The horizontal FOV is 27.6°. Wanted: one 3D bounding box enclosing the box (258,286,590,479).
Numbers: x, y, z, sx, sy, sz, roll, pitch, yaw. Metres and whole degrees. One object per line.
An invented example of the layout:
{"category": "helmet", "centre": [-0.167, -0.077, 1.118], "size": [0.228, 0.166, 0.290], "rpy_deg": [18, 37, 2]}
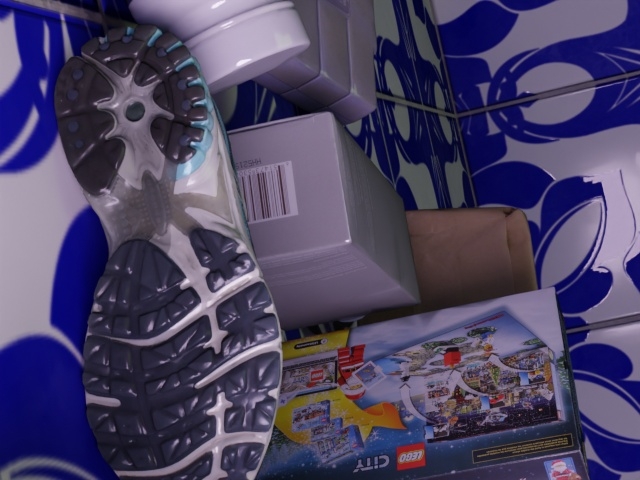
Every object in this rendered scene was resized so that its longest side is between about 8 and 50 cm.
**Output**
{"category": "box", "centre": [0.071, 0.126, 0.960], "size": [0.159, 0.233, 0.044], "rpy_deg": [-88, 161, -47]}

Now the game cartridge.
{"category": "game cartridge", "centre": [-0.047, -0.284, 1.038], "size": [0.230, 0.068, 0.355], "rpy_deg": [29, 50, -48]}

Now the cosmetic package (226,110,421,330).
{"category": "cosmetic package", "centre": [-0.012, -0.005, 0.976], "size": [0.238, 0.127, 0.107], "rpy_deg": [39, 41, -73]}

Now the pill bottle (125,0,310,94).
{"category": "pill bottle", "centre": [-0.081, -0.192, 0.819], "size": [0.186, 0.112, 0.112], "rpy_deg": [66, 13, -1]}

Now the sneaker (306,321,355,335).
{"category": "sneaker", "centre": [0.000, 0.000, 1.164], "size": [0.071, 0.068, 0.170], "rpy_deg": [-55, 135, -88]}

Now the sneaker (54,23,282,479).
{"category": "sneaker", "centre": [-0.070, 0.022, 0.745], "size": [0.122, 0.110, 0.283], "rpy_deg": [50, 30, -70]}

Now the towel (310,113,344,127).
{"category": "towel", "centre": [-0.015, -0.209, 1.370], "size": [0.144, 0.029, 0.197], "rpy_deg": [-36, 110, -79]}

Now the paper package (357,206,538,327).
{"category": "paper package", "centre": [0.136, 0.181, 1.243], "size": [0.325, 0.168, 0.309], "rpy_deg": [75, 10, -57]}
